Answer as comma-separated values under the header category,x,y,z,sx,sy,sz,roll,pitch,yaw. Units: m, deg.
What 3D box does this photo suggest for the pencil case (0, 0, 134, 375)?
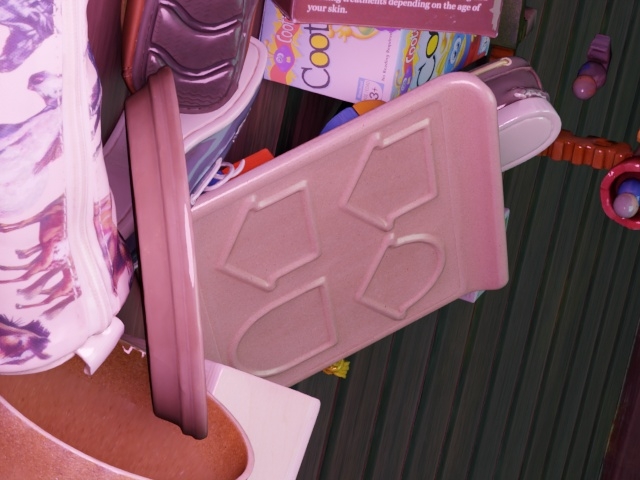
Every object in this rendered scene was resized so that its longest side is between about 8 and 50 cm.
category,x,y,z,sx,sy,sz,roll,pitch,yaw
pencil case,-0.209,-0.098,1.282,0.160,0.183,0.410,-35,141,-33

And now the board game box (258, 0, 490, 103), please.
category,x,y,z,sx,sy,sz,roll,pitch,yaw
board game box,0.066,-0.236,1.941,0.275,0.142,0.144,-34,137,-60

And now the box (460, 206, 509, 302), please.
category,x,y,z,sx,sy,sz,roll,pitch,yaw
box,0.169,0.004,2.464,0.087,0.102,0.101,-40,144,-52

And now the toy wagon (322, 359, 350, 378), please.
category,x,y,z,sx,sy,sz,roll,pitch,yaw
toy wagon,0.055,-0.017,2.202,0.344,0.068,0.267,-67,159,-14

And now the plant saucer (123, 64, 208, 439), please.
category,x,y,z,sx,sy,sz,roll,pitch,yaw
plant saucer,-0.115,0.010,1.464,0.278,0.041,0.278,175,-90,-85

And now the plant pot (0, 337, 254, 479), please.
category,x,y,z,sx,sy,sz,roll,pitch,yaw
plant pot,-0.210,0.224,1.528,0.254,0.237,0.237,-63,163,17

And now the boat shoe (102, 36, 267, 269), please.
category,x,y,z,sx,sy,sz,roll,pitch,yaw
boat shoe,-0.123,-0.068,1.657,0.254,0.095,0.079,-59,154,-30

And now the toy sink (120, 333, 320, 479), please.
category,x,y,z,sx,sy,sz,roll,pitch,yaw
toy sink,-0.140,0.169,1.713,0.131,0.234,0.153,24,83,-41

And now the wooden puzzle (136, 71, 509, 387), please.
category,x,y,z,sx,sy,sz,roll,pitch,yaw
wooden puzzle,0.000,0.000,1.851,0.348,0.080,0.322,-23,143,-9

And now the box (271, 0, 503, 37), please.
category,x,y,z,sx,sy,sz,roll,pitch,yaw
box,0.071,-0.372,1.644,0.143,0.191,0.381,-124,-140,-62

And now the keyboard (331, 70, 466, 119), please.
category,x,y,z,sx,sy,sz,roll,pitch,yaw
keyboard,0.081,-0.143,2.085,0.192,0.100,0.038,-57,157,-12

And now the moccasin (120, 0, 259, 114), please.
category,x,y,z,sx,sy,sz,roll,pitch,yaw
moccasin,-0.073,-0.289,1.547,0.147,0.139,0.380,-121,-141,-59

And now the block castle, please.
category,x,y,z,sx,sy,sz,roll,pitch,yaw
block castle,0.319,-0.256,2.364,0.213,0.303,0.453,-48,150,-61

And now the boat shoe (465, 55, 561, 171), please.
category,x,y,z,sx,sy,sz,roll,pitch,yaw
boat shoe,0.087,-0.091,1.997,0.109,0.305,0.091,58,11,-59
